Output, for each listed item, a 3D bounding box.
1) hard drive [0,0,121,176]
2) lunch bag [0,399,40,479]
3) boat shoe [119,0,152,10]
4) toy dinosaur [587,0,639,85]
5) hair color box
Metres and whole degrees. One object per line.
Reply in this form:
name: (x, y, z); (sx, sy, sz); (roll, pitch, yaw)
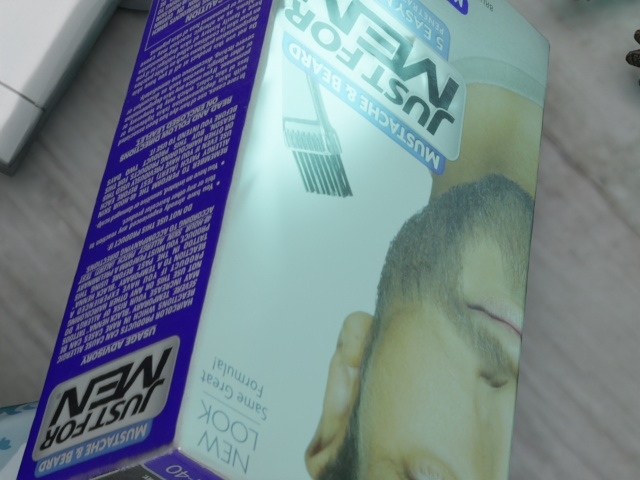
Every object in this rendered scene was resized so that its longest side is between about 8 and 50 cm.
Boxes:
hard drive: (-0.170, -0.242, 0.903); (0.233, 0.047, 0.353); (30, 79, 0)
lunch bag: (-0.119, 0.123, 0.811); (0.128, 0.151, 0.096); (-9, 73, -5)
boat shoe: (-0.145, -0.167, 0.953); (0.142, 0.049, 0.040); (20, 55, 3)
toy dinosaur: (0.227, -0.194, 0.932); (0.296, 0.127, 0.200); (46, 58, 0)
hair color box: (0.000, 0.000, 0.776); (0.185, 0.110, 0.339); (37, 48, -32)
